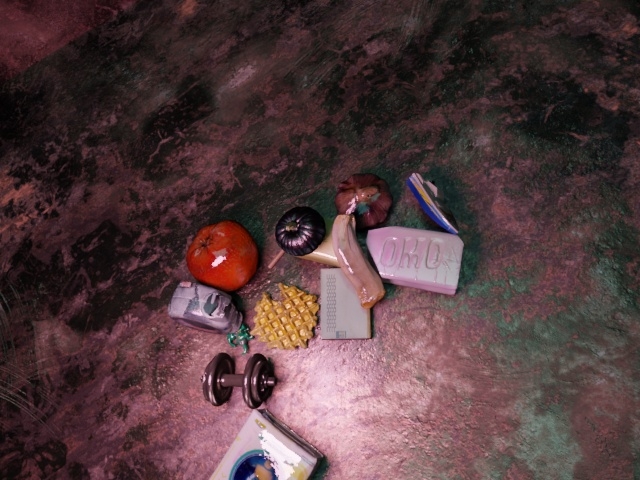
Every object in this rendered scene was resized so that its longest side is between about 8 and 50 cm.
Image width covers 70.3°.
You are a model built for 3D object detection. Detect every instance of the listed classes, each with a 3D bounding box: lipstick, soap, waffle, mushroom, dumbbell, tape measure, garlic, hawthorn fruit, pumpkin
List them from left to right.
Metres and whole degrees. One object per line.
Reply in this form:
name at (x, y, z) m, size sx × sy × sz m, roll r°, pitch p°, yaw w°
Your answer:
tape measure at (-0.429, 0.257, 1.715) m, size 0.275 × 0.256 × 0.147 m, roll 9°, pitch 65°, yaw 16°
hawthorn fruit at (-0.377, 0.076, 1.777) m, size 0.275 × 0.300 × 0.275 m, roll -12°, pitch 32°, yaw 8°
dumbbell at (-0.294, 0.499, 1.629) m, size 0.290 × 0.192 × 0.192 m, roll -2°, pitch 70°, yaw 15°
lipstick at (-0.179, 0.075, 1.850) m, size 0.019 × 0.019 × 0.094 m, roll 37°, pitch 83°, yaw 23°
waffle at (-0.138, 0.295, 1.740) m, size 0.261 × 0.056 × 0.250 m, roll 14°, pitch 75°, yaw 15°
pumpkin at (-0.073, -0.035, 1.664) m, size 0.194 × 0.150 × 0.194 m, roll -9°, pitch 40°, yaw 7°
mushroom at (0.128, 0.074, 1.638) m, size 0.122 × 0.095 × 0.351 m, roll -22°, pitch 90°, yaw -2°
garlic at (0.162, -0.162, 1.776) m, size 0.245 × 0.160 × 0.245 m, roll -5°, pitch 70°, yaw 13°
soap at (0.337, 0.063, 1.675) m, size 0.347 × 0.115 × 0.208 m, roll 10°, pitch 72°, yaw 17°

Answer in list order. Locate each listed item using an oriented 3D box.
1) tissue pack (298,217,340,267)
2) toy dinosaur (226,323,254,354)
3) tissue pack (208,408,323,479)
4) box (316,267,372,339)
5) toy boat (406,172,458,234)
tissue pack at (0.000, 0.000, 1.774) m, size 0.234 × 0.125 × 0.159 m, roll 14°, pitch 75°, yaw 18°
toy dinosaur at (-0.311, 0.380, 1.755) m, size 0.096 × 0.059 × 0.132 m, roll -36°, pitch 57°, yaw 8°
tissue pack at (-0.208, 0.809, 1.511) m, size 0.287 × 0.162 × 0.388 m, roll 29°, pitch 79°, yaw 25°
box at (0.089, 0.236, 1.703) m, size 0.210 × 0.045 × 0.270 m, roll -3°, pitch 70°, yaw 5°
toy boat at (0.434, -0.132, 1.691) m, size 0.088 × 0.129 × 0.295 m, roll -46°, pitch 48°, yaw 28°
